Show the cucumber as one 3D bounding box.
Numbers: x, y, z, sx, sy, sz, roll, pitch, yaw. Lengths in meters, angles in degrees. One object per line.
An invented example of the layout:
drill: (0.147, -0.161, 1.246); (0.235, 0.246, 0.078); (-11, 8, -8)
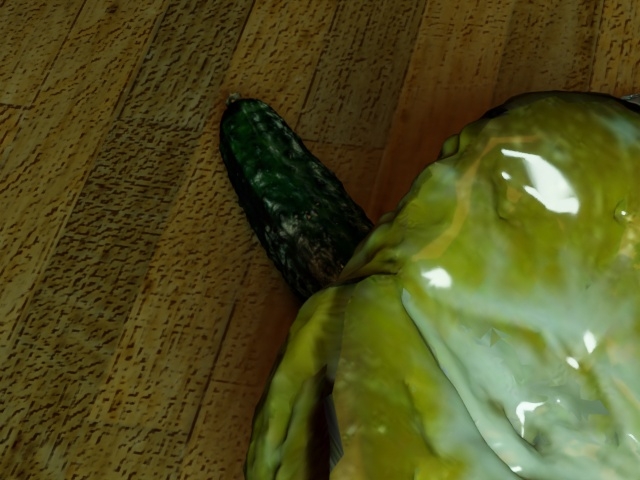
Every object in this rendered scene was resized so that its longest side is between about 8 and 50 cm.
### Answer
cucumber: (0.000, 0.000, 0.991); (0.067, 0.068, 0.293); (-24, 49, -17)

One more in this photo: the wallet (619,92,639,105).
wallet: (0.247, -0.045, 1.011); (0.231, 0.069, 0.170); (-14, 30, -13)

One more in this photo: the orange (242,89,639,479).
orange: (0.105, 0.101, 0.776); (0.271, 0.210, 0.369); (44, 60, -1)
